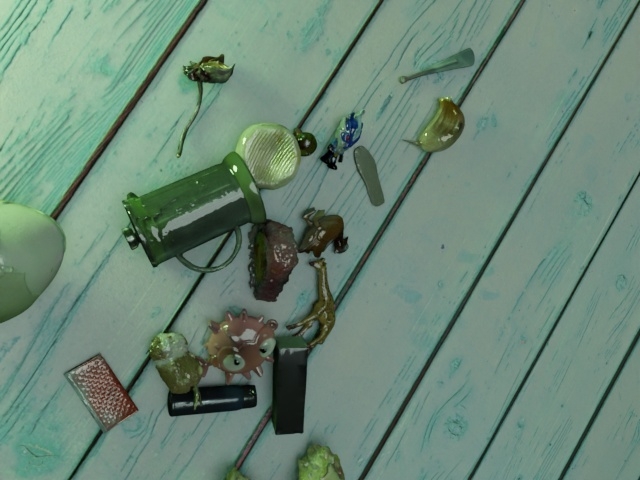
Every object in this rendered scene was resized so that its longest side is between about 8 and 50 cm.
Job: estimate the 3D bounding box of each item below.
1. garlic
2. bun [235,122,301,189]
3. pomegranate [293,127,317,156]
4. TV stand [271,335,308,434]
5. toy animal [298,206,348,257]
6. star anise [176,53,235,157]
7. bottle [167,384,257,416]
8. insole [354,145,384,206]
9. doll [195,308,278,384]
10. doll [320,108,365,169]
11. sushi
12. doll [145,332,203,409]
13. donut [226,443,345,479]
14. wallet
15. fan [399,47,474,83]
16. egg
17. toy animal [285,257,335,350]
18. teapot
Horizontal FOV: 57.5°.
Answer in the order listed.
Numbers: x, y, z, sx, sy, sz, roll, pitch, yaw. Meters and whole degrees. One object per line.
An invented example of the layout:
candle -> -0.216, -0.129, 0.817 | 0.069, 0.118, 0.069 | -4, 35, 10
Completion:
garlic -> 0.359, -0.336, 1.793 | 0.128, 0.090, 0.198 | 43, 86, -6
bun -> -0.141, -0.229, 1.578 | 0.184, 0.102, 0.183 | -3, 102, -12
pomegranate -> -0.046, -0.277, 1.628 | 0.073, 0.073, 0.084 | -23, 105, -19
TV stand -> -0.089, 0.415, 1.668 | 0.088, 0.083, 0.269 | -1, 105, -14
toy animal -> 0.000, 0.000, 1.681 | 0.188, 0.089, 0.179 | -43, 125, -18
star anise -> -0.298, -0.350, 1.508 | 0.218, 0.148, 0.227 | -43, 145, -46
bottle -> -0.295, 0.441, 1.615 | 0.245, 0.072, 0.082 | 1, 133, -22
insole -> 0.148, -0.193, 1.752 | 0.063, 0.010, 0.191 | -25, 106, -17
doll -> -0.231, 0.293, 1.605 | 0.262, 0.093, 0.211 | -25, 105, 0
doll -> 0.071, -0.297, 1.679 | 0.195, 0.070, 0.096 | -57, 143, -4
sushi -> -0.125, 0.062, 1.588 | 0.108, 0.161, 0.240 | -1, 96, -24
doll -> -0.367, 0.340, 1.541 | 0.221, 0.115, 0.105 | 53, 36, 1
donut -> -0.107, 0.761, 1.690 | 0.372, 0.150, 0.307 | -10, 101, -21
wallet -> -0.569, 0.398, 1.522 | 0.103, 0.020, 0.196 | -32, 107, -15
fan -> 0.362, -0.526, 1.794 | 0.282, 0.023, 0.057 | -25, 114, -18
egg -> -0.730, 0.046, 1.268 | 0.336, 0.278, 0.278 | -27, 106, -12
toy animal -> -0.008, 0.191, 1.712 | 0.149, 0.054, 0.275 | 22, 91, -20
teapot -> -0.316, -0.045, 1.470 | 0.337, 0.200, 0.270 | -25, 88, -16
